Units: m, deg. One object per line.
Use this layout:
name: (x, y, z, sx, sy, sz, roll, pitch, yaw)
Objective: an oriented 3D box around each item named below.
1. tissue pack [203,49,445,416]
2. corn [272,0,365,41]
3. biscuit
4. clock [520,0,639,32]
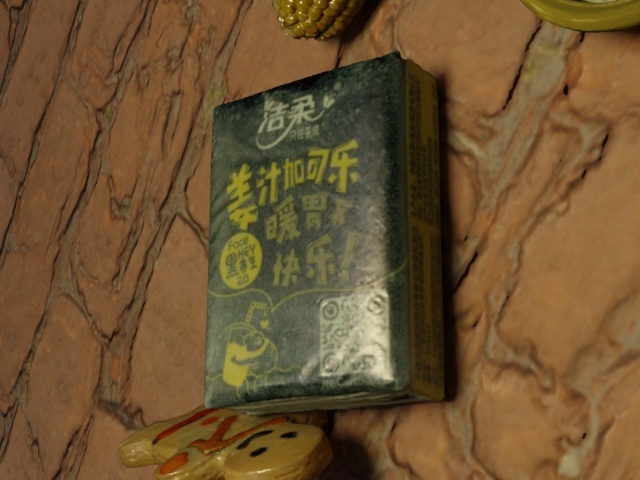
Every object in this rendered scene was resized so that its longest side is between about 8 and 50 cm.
tissue pack: (0.000, 0.000, 0.828, 0.185, 0.081, 0.257, -10, 70, 33)
corn: (0.037, -0.262, 0.886, 0.238, 0.080, 0.080, -52, 44, 30)
biscuit: (-0.069, 0.162, 0.872, 0.234, 0.153, 0.030, 2, 113, 63)
clock: (0.208, -0.237, 0.660, 0.237, 0.057, 0.237, -19, 65, 49)
